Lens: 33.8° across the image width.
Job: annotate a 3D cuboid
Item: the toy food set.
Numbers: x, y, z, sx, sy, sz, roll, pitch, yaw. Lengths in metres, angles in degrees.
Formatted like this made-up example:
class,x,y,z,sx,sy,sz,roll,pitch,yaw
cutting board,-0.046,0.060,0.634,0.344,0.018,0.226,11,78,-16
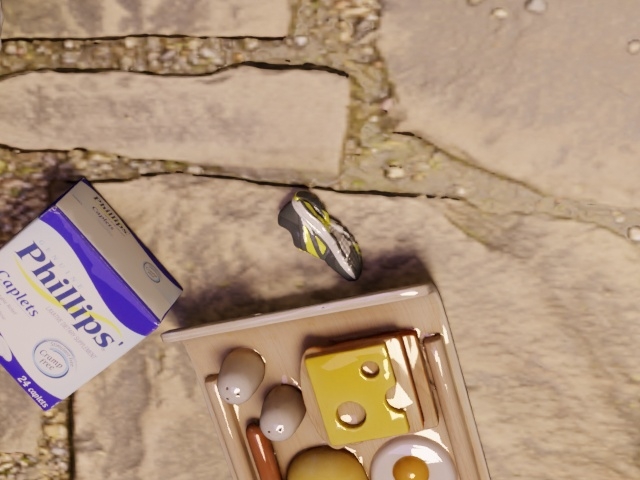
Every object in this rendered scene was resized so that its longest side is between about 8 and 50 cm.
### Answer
class,x,y,z,sx,sy,sz,roll,pitch,yaw
toy food set,0.018,0.189,0.851,0.219,0.092,0.306,-12,107,14

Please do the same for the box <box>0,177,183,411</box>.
class,x,y,z,sx,sy,sz,roll,pitch,yaw
box,-0.206,0.044,0.850,0.137,0.072,0.126,-37,100,19

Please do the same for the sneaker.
class,x,y,z,sx,sy,sz,roll,pitch,yaw
sneaker,0.000,0.000,0.824,0.035,0.031,0.083,-34,97,33

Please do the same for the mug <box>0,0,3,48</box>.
class,x,y,z,sx,sy,sz,roll,pitch,yaw
mug,-0.338,-0.181,0.655,0.276,0.328,0.374,23,111,1
